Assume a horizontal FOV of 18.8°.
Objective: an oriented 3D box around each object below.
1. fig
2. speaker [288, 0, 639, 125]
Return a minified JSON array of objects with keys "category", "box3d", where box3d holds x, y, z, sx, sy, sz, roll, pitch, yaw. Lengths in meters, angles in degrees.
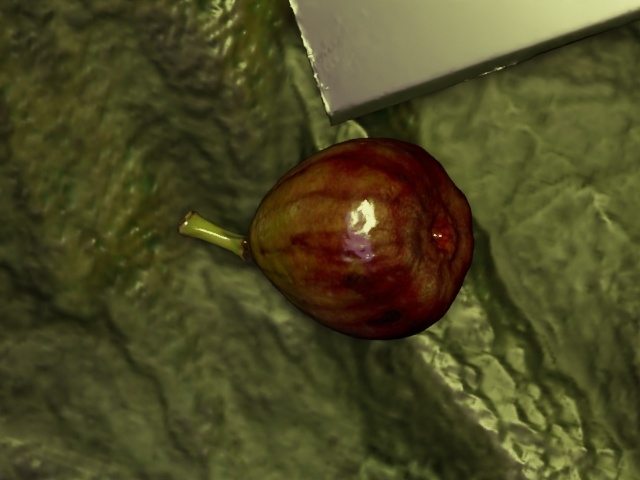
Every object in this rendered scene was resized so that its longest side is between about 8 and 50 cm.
[{"category":"fig","box3d":[0.000,0.000,0.829,0.125,0.089,0.089,-1,98,36]},{"category":"speaker","box3d":[0.096,-0.118,0.808,0.218,0.044,0.082,-19,95,11]}]
